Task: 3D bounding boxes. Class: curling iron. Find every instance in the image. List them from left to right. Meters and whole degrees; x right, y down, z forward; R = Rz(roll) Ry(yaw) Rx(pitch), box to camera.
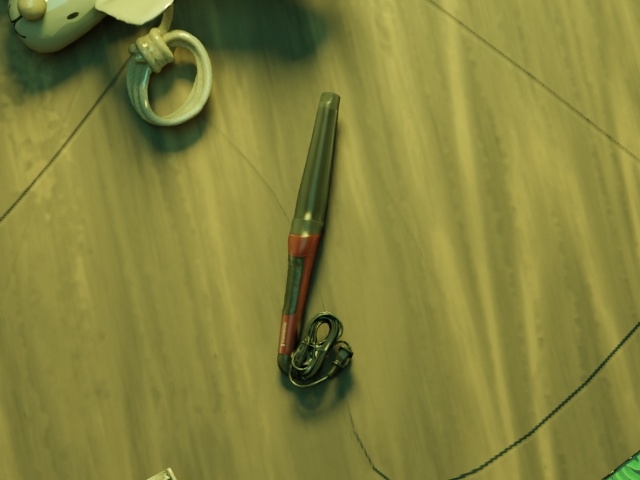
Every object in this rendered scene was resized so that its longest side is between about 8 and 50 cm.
[{"bbox_3d":[0.000,0.000,1.772,0.068,0.035,0.274,3,79,-1],"label":"curling iron"}]

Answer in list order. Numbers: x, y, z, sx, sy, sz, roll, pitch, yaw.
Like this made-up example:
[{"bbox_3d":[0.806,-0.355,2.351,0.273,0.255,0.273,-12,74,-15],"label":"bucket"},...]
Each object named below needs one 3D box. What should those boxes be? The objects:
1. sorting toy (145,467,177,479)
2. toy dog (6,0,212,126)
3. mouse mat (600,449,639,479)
[{"bbox_3d":[-0.152,0.253,1.725,0.083,0.045,0.075,-27,85,-3],"label":"sorting toy"},{"bbox_3d":[-0.139,-0.276,1.737,0.220,0.161,0.333,40,98,12],"label":"toy dog"},{"bbox_3d":[0.312,0.280,1.712,0.153,0.007,0.189,-37,78,-5],"label":"mouse mat"}]
